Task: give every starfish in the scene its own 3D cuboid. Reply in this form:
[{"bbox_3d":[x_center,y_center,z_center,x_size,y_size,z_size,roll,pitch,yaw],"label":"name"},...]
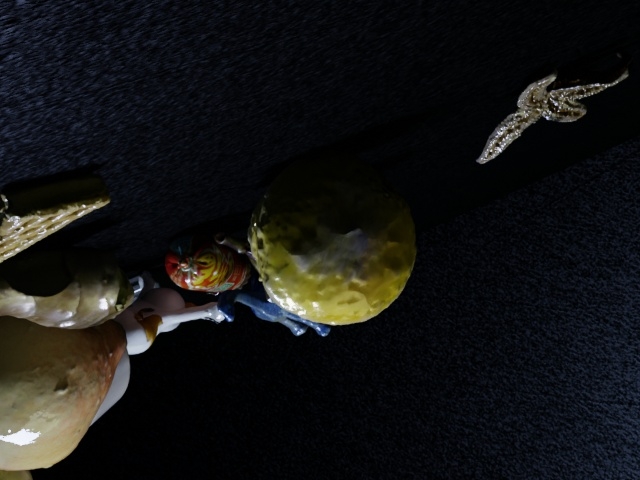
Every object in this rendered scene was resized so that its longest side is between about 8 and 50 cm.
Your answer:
[{"bbox_3d":[0.263,-0.161,2.109,0.238,0.057,0.213,-29,165,25],"label":"starfish"}]

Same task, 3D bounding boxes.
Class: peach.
[{"bbox_3d":[-0.319,0.148,2.034,0.232,0.232,0.232,-22,175,-2],"label":"peach"}]

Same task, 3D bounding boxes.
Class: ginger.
[{"bbox_3d":[-0.312,0.055,1.798,0.294,0.086,0.131,-7,176,-41],"label":"ginger"}]

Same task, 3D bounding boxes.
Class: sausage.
[{"bbox_3d":[-0.147,0.029,2.270,0.083,0.083,0.264,-23,175,6],"label":"sausage"}]

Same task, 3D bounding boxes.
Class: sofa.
[{"bbox_3d":[-0.275,0.094,2.484,0.147,0.060,0.085,-23,175,10],"label":"sofa"}]

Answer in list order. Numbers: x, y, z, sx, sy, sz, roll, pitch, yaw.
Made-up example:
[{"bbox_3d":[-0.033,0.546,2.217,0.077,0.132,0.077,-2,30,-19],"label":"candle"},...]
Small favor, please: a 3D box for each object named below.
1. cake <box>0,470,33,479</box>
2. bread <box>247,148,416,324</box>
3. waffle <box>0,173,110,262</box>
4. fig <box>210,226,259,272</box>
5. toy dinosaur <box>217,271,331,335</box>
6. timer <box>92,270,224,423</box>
[{"bbox_3d":[-0.531,0.284,2.462,0.222,0.227,0.286,-20,175,33],"label":"cake"},{"bbox_3d":[0.004,-0.001,2.009,0.197,0.197,0.170,-20,-174,-19],"label":"bread"},{"bbox_3d":[-0.274,-0.003,1.532,0.191,0.032,0.125,-28,175,39],"label":"waffle"},{"bbox_3d":[-0.026,0.006,2.274,0.274,0.145,0.170,0,160,-41],"label":"fig"},{"bbox_3d":[-0.076,0.042,2.360,0.075,0.247,0.188,-33,131,27],"label":"toy dinosaur"},{"bbox_3d":[-0.256,0.115,2.294,0.175,0.175,0.266,-26,-179,44],"label":"timer"}]
